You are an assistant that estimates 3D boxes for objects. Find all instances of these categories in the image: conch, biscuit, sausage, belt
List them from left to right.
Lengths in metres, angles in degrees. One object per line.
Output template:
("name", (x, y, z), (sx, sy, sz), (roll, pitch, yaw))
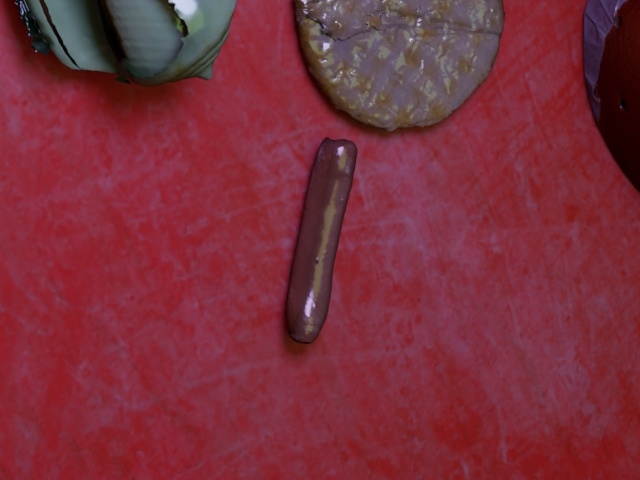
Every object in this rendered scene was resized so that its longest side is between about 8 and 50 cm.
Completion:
("conch", (-0.178, -0.221, 1.573), (0.250, 0.143, 0.137), (34, 41, -14))
("sausage", (0.000, 0.000, 1.738), (0.043, 0.043, 0.186), (10, 94, -27))
("biscuit", (0.072, -0.205, 1.745), (0.220, 0.033, 0.220), (-4, 99, -26))
("belt", (0.377, -0.159, 1.861), (0.227, 0.115, 0.324), (-38, 115, -18))
